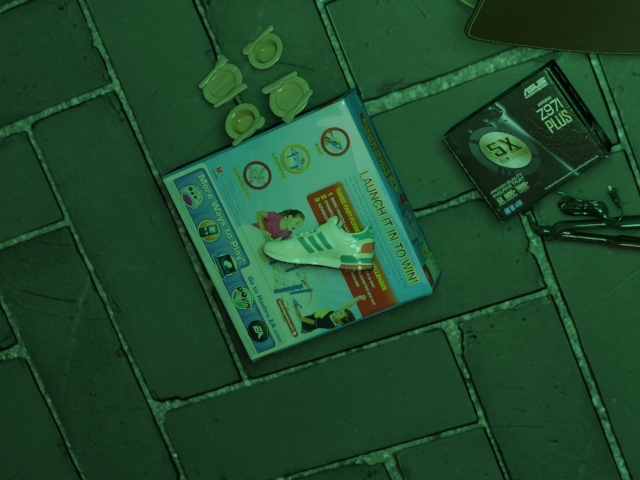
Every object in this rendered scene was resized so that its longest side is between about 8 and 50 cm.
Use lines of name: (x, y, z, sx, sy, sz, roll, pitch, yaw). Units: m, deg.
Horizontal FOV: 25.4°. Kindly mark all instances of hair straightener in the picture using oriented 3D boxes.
hair straightener: (0.394, -0.037, 1.970, 0.230, 0.047, 0.089, 7, 108, 17)

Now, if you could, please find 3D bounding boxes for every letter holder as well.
letter holder: (0.341, -0.353, 1.791, 0.302, 0.152, 0.214, 3, 153, -10)

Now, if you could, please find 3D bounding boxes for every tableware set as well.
tableware set: (-0.094, -0.216, 2.009, 0.141, 0.020, 0.168, -36, 59, 11)

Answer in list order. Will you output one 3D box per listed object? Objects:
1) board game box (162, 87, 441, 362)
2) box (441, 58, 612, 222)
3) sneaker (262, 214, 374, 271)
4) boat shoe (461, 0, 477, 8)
board game box: (-0.026, -0.020, 2.056, 0.302, 0.086, 0.308, -22, 100, 19)
box: (0.284, -0.136, 1.945, 0.180, 0.077, 0.147, -33, 95, 21)
sneaker: (0.000, 0.000, 1.986, 0.161, 0.057, 0.075, 7, 91, 14)
boat shoe: (0.227, -0.349, 1.884, 0.302, 0.098, 0.109, 31, 111, 4)
